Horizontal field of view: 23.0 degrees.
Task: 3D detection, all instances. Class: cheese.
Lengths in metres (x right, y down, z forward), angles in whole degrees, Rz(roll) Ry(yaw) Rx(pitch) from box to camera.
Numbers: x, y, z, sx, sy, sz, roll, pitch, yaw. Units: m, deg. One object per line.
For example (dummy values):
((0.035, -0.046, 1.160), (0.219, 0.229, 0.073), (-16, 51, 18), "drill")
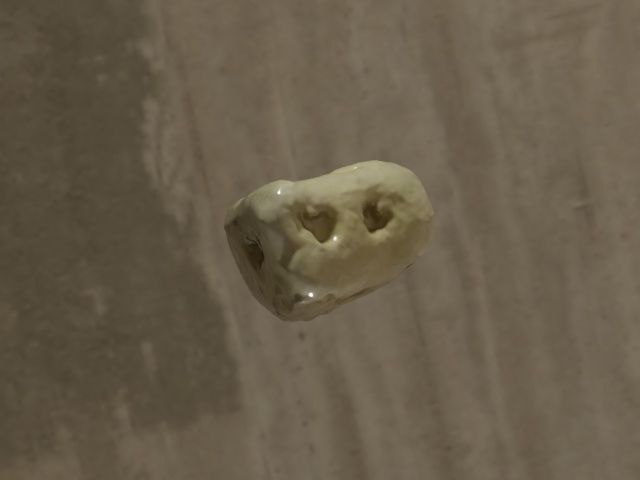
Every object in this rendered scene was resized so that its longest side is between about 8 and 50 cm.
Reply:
((0.000, 0.002, 1.969), (0.248, 0.251, 0.173), (-23, -91, 59), "cheese")
